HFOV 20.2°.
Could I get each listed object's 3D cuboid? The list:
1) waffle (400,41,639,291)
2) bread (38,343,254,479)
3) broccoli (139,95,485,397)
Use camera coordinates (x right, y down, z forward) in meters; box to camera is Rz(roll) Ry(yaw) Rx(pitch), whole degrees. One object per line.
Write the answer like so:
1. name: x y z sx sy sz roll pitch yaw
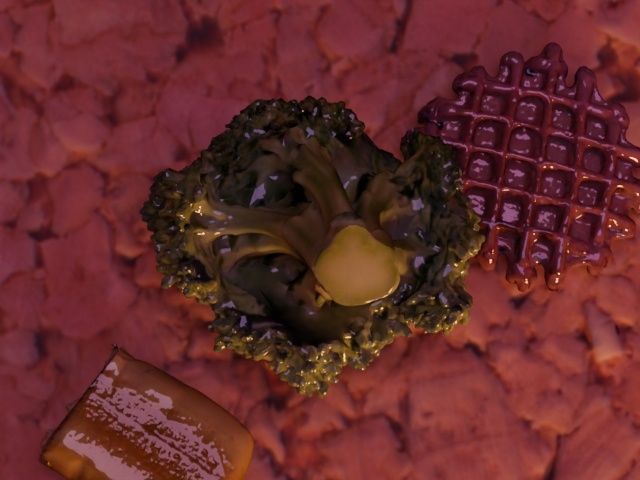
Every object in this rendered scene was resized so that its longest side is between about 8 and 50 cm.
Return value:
1. waffle: 0.206 -0.068 1.723 0.221 0.055 0.234 -30 82 -13
2. bread: -0.154 0.185 1.599 0.173 0.085 0.134 36 71 5
3. broccoli: 0.002 0.007 1.600 0.288 0.235 0.260 -23 45 -4
